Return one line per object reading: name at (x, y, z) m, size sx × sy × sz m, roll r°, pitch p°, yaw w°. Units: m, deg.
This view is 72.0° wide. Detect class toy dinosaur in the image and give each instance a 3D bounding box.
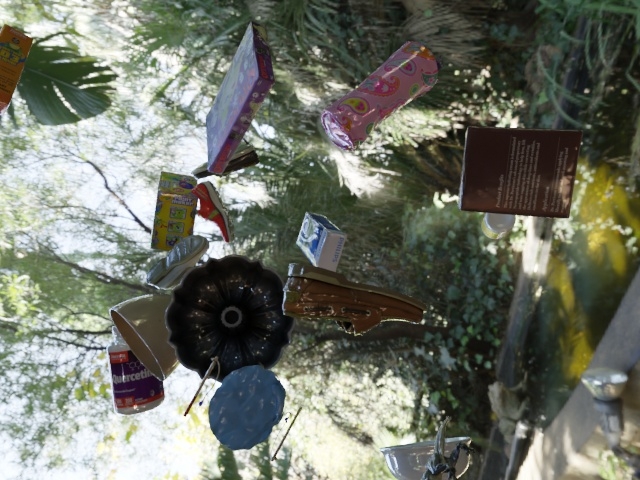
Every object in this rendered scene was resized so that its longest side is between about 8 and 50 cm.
toy dinosaur at (0.286, 0.514, 1.020) m, size 0.268 × 0.064 × 0.118 m, roll -56°, pitch 5°, yaw -38°

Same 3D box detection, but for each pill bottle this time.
pill bottle at (-0.699, 0.473, 1.662) m, size 0.181 × 0.182 × 0.322 m, roll 0°, pitch -100°, yaw -72°
pill bottle at (0.653, -0.062, 1.630) m, size 0.184 × 0.103 × 0.103 m, roll 40°, pitch -117°, yaw -73°

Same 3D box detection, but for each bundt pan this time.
bundt pan at (-0.232, 0.208, 1.174) m, size 0.124 × 0.331 × 0.330 m, roll 117°, pitch 170°, yaw -74°

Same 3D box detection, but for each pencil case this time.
pencil case at (0.136, -0.319, 0.982) m, size 0.284 × 0.124 × 0.124 m, roll -40°, pitch -29°, yaw -10°

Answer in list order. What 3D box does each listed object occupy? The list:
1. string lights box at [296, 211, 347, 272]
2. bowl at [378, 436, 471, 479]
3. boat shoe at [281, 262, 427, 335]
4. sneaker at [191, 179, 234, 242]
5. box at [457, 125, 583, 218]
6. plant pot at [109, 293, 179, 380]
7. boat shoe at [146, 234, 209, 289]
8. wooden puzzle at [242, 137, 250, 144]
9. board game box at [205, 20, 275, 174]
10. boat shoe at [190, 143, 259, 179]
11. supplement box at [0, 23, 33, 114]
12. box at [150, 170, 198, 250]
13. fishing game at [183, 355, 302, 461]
string lights box at (0.000, 0.000, 1.540) m, size 0.259 × 0.077 × 0.133 m, roll -134°, pitch 58°, yaw -65°
bowl at (0.342, 0.710, 1.395) m, size 0.298 × 0.298 × 0.134 m, roll 59°, pitch -159°, yaw -65°
boat shoe at (0.067, 0.135, 0.872) m, size 0.111 × 0.307 × 0.104 m, roll 155°, pitch 129°, yaw -68°
sneaker at (-0.449, -0.109, 1.841) m, size 0.107 × 0.118 × 0.279 m, roll -104°, pitch -11°, yaw -87°
box at (0.396, -0.142, 0.906) m, size 0.167 × 0.203 × 0.168 m, roll -31°, pitch -54°, yaw -70°
plant pot at (-0.521, 0.285, 1.446) m, size 0.191 × 0.284 × 0.284 m, roll -38°, pitch -40°, yaw -35°
boat shoe at (-0.522, 0.085, 1.675) m, size 0.103 × 0.302 × 0.113 m, roll 38°, pitch -153°, yaw -43°
wooden puzzle at (-0.298, -0.399, 1.787) m, size 0.006 × 0.083 × 0.049 m, roll -45°, pitch -40°, yaw 8°
board game box at (-0.222, -0.358, 1.150) m, size 0.347 × 0.056 × 0.208 m, roll -45°, pitch 50°, yaw 44°
boat shoe at (-0.312, -0.242, 1.442) m, size 0.081 × 0.228 × 0.068 m, roll -98°, pitch -14°, yaw -58°
supplement box at (-0.852, -0.460, 1.184) m, size 0.078 × 0.080 × 0.233 m, roll 22°, pitch -122°, yaw -41°
box at (-0.678, -0.138, 2.049) m, size 0.290 × 0.177 × 0.279 m, roll -119°, pitch 41°, yaw -59°
fishing game at (-0.166, 0.372, 0.995) m, size 0.264 × 0.041 × 0.189 m, roll 36°, pitch -110°, yaw -25°
